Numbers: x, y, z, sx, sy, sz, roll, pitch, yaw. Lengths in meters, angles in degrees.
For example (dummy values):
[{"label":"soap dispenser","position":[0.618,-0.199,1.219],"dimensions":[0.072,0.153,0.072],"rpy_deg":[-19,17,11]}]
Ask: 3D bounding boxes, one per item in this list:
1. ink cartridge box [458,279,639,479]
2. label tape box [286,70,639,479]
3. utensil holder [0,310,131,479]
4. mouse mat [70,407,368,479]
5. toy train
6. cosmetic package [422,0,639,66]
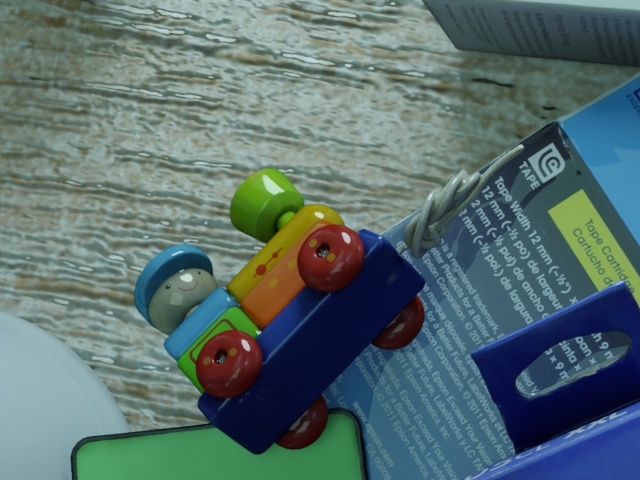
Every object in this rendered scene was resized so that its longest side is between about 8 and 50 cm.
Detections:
[{"label":"ink cartridge box","position":[0.214,0.223,0.962],"dimensions":[0.270,0.151,0.395],"rpy_deg":[-26,80,11]},{"label":"label tape box","position":[0.138,0.086,1.122],"dimensions":[0.348,0.115,0.249],"rpy_deg":[-33,78,8]},{"label":"utensil holder","position":[-0.324,0.185,1.083],"dimensions":[0.328,0.385,0.327],"rpy_deg":[-2,83,13]},{"label":"mouse mat","position":[-0.060,0.191,1.089],"dimensions":[0.190,0.007,0.152],"rpy_deg":[-7,84,5]},{"label":"toy train","position":[0.000,0.000,1.073],"dimensions":[0.248,0.105,0.143],"rpy_deg":[-46,50,0]},{"label":"cosmetic package","position":[0.265,-0.213,1.105],"dimensions":[0.366,0.155,0.196],"rpy_deg":[5,84,15]}]
